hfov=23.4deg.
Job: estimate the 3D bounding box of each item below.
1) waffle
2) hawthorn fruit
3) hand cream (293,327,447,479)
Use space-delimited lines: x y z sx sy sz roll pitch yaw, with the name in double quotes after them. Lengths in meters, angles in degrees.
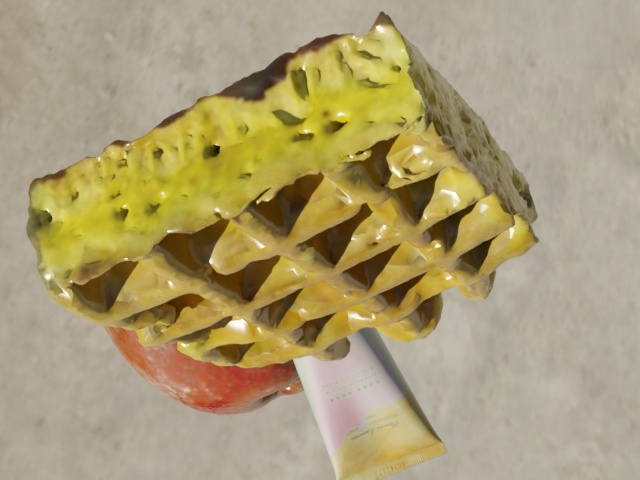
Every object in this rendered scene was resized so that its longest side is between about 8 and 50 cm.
0.000 0.000 0.633 0.160 0.211 0.055 -24 67 14 "waffle"
-0.066 0.046 1.113 0.172 0.173 0.173 4 117 8 "hawthorn fruit"
0.015 0.076 0.996 0.076 0.047 0.174 -22 104 9 "hand cream"
